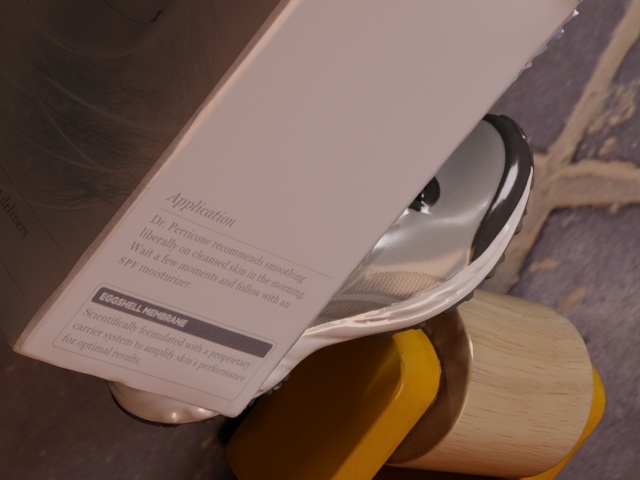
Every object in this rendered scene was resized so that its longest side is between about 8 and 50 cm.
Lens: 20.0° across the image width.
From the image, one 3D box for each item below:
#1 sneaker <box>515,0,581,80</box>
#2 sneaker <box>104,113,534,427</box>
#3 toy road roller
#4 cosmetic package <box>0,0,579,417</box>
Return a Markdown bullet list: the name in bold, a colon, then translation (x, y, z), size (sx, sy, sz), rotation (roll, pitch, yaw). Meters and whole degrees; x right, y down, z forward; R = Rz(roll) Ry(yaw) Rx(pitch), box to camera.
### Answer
- **sneaker**: translation (0.092, -0.186, 0.891), size (0.319, 0.112, 0.131), rotation (-48, 125, 5)
- **sneaker**: translation (0.000, 0.000, 0.986), size (0.271, 0.100, 0.108), rotation (-29, 135, -14)
- **toy road roller**: translation (0.063, 0.208, 1.123), size (0.202, 0.240, 0.329), rotation (12, 119, -46)
- **cosmetic package**: translation (-0.060, -0.093, 0.737), size (0.225, 0.224, 0.138), rotation (-50, 141, 13)
